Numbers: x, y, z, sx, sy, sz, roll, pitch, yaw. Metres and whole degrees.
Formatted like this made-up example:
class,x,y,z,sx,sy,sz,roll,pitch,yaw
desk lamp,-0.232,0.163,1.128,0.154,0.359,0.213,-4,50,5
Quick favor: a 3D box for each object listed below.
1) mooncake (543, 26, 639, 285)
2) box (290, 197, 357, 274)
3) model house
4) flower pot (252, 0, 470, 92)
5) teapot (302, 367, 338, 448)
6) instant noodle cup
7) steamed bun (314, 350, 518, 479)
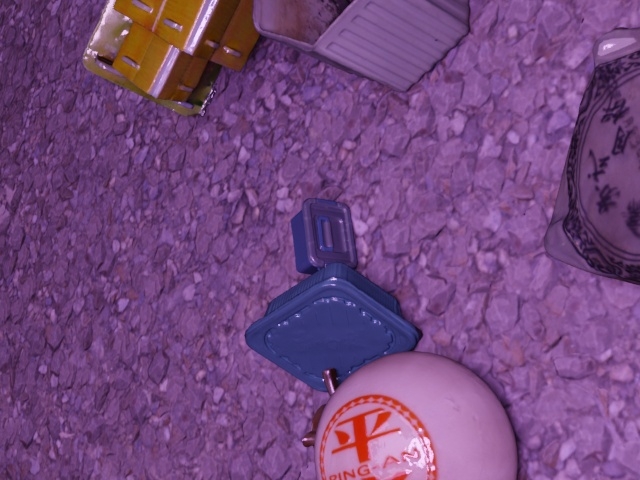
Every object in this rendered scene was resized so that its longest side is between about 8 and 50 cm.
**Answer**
class,x,y,z,sx,sy,sz,roll,pitch,yaw
mooncake,0.341,-0.075,0.954,0.254,0.136,0.250,18,96,47
box,0.000,0.000,1.326,0.054,0.074,0.099,-33,57,47
model house,-0.238,-0.341,1.398,0.300,0.340,0.323,-62,20,9
flower pot,0.052,-0.318,1.271,0.239,0.189,0.209,28,99,44
teapot,0.019,0.212,1.229,0.080,0.085,0.110,-4,90,36
instant noodle cup,0.014,0.100,1.240,0.179,0.157,0.070,-33,35,35
steamed bun,0.090,0.233,1.087,0.231,0.145,0.232,-5,80,29
